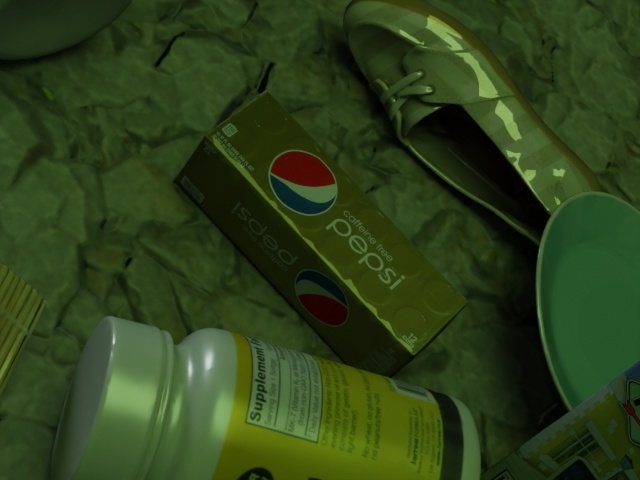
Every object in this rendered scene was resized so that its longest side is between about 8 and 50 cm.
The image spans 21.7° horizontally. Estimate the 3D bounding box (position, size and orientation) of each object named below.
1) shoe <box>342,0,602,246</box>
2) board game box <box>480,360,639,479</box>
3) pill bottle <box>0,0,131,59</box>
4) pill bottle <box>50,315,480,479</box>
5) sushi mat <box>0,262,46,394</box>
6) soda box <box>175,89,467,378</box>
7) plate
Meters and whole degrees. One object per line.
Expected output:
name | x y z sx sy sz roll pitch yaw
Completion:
shoe | 0.095 -0.078 1.095 0.219 0.076 0.058 43 48 -2
board game box | 0.238 0.217 0.914 0.046 0.213 0.317 -26 76 -35
pill bottle | -0.198 -0.225 1.003 0.117 0.117 0.215 -15 71 -33
pill bottle | -0.030 0.115 0.894 0.208 0.119 0.119 17 56 -17
sushi mat | -0.234 0.117 0.781 0.151 0.019 0.317 57 45 -45
soda box | 0.000 0.000 1.013 0.181 0.058 0.061 47 53 3
plate | 0.189 0.061 1.068 0.188 0.024 0.188 21 59 -40
